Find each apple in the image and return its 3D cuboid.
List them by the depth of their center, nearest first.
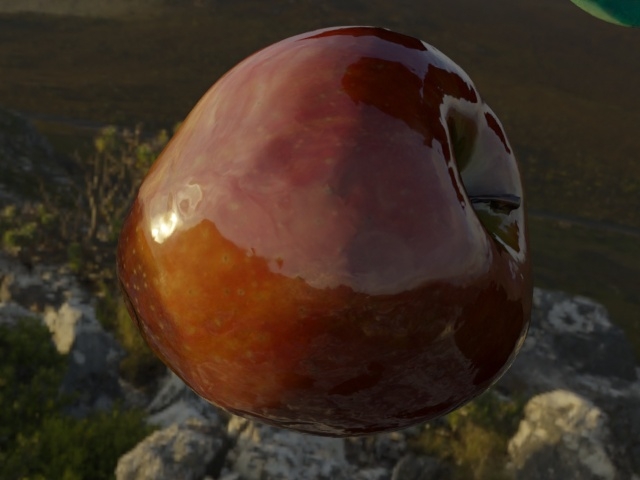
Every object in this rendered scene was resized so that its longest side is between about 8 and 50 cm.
[{"bbox_3d":[0.000,0.000,0.535,0.230,0.229,0.230,7,22,-3],"label":"apple"}]

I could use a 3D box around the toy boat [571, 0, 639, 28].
[{"bbox_3d":[0.093,-0.227,0.431,0.092,0.298,0.134,-33,5,-43],"label":"toy boat"}]
